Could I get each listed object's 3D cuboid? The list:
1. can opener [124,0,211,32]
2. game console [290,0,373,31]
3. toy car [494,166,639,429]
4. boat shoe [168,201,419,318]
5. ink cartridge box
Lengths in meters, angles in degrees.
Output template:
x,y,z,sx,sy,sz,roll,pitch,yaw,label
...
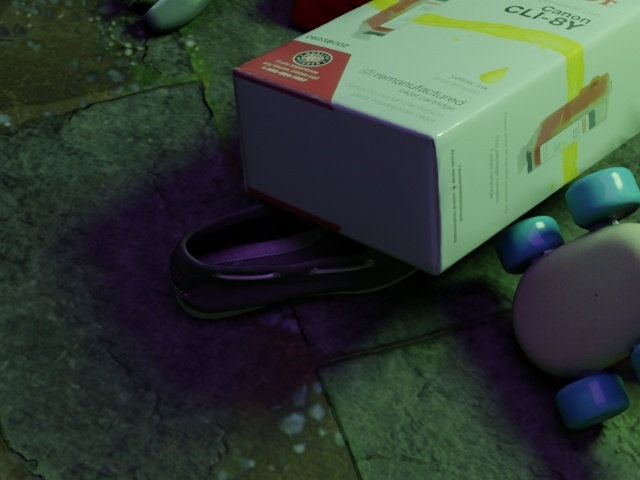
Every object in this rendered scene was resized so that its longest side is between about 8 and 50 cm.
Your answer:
x,y,z,sx,sy,sz,roll,pitch,yaw,label
-0.132,-0.363,1.695,0.283,0.076,0.095,-40,99,-27,can opener
0.051,-0.314,1.649,0.144,0.124,0.085,22,34,11,game console
0.344,0.059,1.390,0.238,0.210,0.219,-2,65,-41,toy car
0.000,0.000,1.425,0.335,0.095,0.112,-16,58,-14,boat shoe
0.140,-0.154,1.415,0.279,0.160,0.384,23,41,38,ink cartridge box
